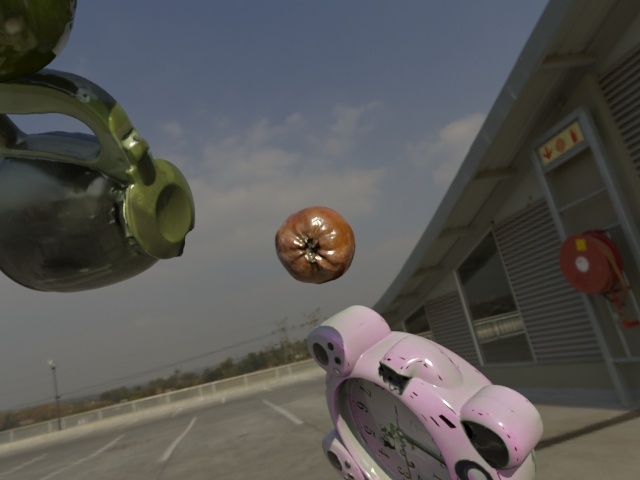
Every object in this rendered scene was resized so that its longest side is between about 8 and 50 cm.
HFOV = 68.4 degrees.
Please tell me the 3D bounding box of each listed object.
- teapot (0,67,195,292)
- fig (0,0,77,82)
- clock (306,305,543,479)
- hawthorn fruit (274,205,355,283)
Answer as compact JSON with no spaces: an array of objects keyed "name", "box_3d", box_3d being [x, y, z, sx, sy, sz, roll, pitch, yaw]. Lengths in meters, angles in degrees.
[{"name":"teapot","box_3d":[-0.316,-0.083,0.677,0.240,0.321,0.239,-2,16,17]},{"name":"fig","box_3d":[-0.380,-0.288,0.427,0.233,0.314,0.233,-54,4,5]},{"name":"clock","box_3d":[0.100,0.201,0.504,0.090,0.227,0.248,-26,30,-36]},{"name":"hawthorn fruit","box_3d":[0.000,0.000,0.406,0.067,0.066,0.103,-17,8,13]}]
